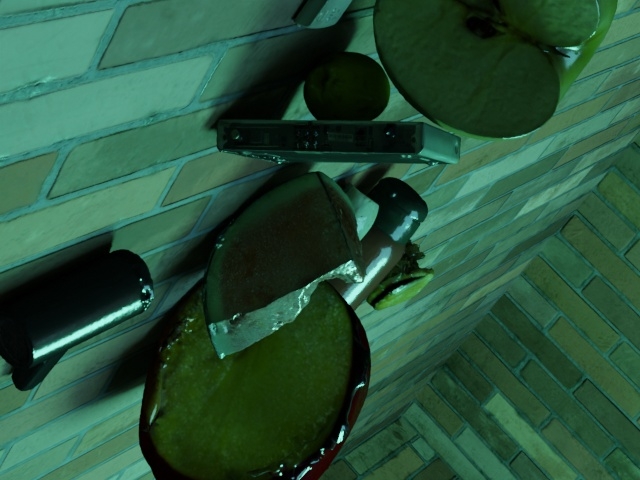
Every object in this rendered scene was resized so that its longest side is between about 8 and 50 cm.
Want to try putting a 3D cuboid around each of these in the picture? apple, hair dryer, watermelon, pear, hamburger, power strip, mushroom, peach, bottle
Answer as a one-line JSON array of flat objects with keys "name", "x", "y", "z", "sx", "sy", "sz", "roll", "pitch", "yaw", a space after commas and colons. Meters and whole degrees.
[{"name": "apple", "x": 0.221, "y": -0.284, "z": 1.608, "sx": 0.295, "sy": 0.258, "sz": 0.233, "roll": -64, "pitch": 166, "yaw": 23}, {"name": "hair dryer", "x": -0.341, "y": 0.128, "z": 1.653, "sx": 0.197, "sy": 0.089, "sz": 0.251, "roll": -29, "pitch": 165, "yaw": -42}, {"name": "watermelon", "x": -0.055, "y": 0.029, "z": 1.875, "sx": 0.318, "sy": 0.226, "sz": 0.148, "roll": -50, "pitch": 140, "yaw": -19}, {"name": "pear", "x": 0.034, "y": -0.195, "z": 1.680, "sx": 0.107, "sy": 0.107, "sz": 0.131, "roll": -48, "pitch": 157, "yaw": 16}, {"name": "hamburger", "x": 0.126, "y": 0.062, "z": 2.556, "sx": 0.185, "sy": 0.131, "sz": 0.159, "roll": -22, "pitch": 164, "yaw": -37}, {"name": "power strip", "x": 0.051, "y": -0.338, "z": 1.488, "sx": 0.252, "sy": 0.027, "sz": 0.060, "roll": -52, "pitch": 162, "yaw": 30}, {"name": "mushroom", "x": 0.002, "y": 0.004, "z": 2.150, "sx": 0.223, "sy": 0.092, "sz": 0.081, "roll": -47, "pitch": 152, "yaw": 8}, {"name": "peach", "x": -0.100, "y": 0.233, "z": 2.069, "sx": 0.416, "sy": 0.339, "sz": 0.353, "roll": -55, "pitch": 175, "yaw": 32}, {"name": "bottle", "x": 0.049, "y": 0.035, "z": 2.252, "sx": 0.336, "sy": 0.144, "sz": 0.144, "roll": -48, "pitch": 164, "yaw": 14}]

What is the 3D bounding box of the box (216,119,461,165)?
[{"name": "box", "x": 0.025, "y": -0.121, "z": 1.626, "sx": 0.211, "sy": 0.270, "sz": 0.045, "roll": 3, "pitch": 90, "yaw": -71}]
